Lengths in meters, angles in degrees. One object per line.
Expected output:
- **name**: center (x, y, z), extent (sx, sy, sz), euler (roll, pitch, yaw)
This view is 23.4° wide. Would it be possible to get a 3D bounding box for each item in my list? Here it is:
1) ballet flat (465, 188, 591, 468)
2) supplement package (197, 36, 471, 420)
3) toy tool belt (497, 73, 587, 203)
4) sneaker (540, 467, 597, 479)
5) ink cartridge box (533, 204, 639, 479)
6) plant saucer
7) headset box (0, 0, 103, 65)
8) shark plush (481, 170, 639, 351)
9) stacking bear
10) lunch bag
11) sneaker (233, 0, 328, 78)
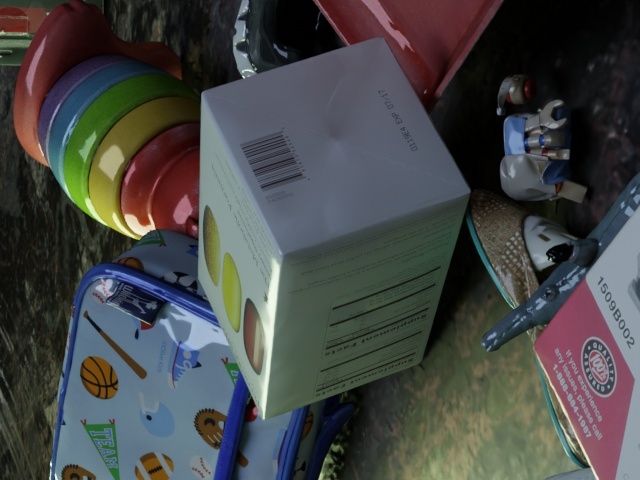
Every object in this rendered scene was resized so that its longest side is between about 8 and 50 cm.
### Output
- **ballet flat**: center (0.155, 0.041, 0.955), extent (0.067, 0.073, 0.206), euler (-39, 59, 30)
- **supplement package**: center (0.000, 0.000, 1.075), extent (0.244, 0.134, 0.139), euler (98, 150, -58)
- **toy tool belt**: center (0.144, -0.065, 0.980), extent (0.051, 0.052, 0.083), euler (1, 97, 31)
- **sneaker**: center (0.135, 0.205, 0.955), extent (0.269, 0.153, 0.101), euler (-31, 78, 21)
- **ink cartridge box**: center (0.241, 0.043, 0.717), extent (0.283, 0.117, 0.207), euler (-62, 40, 45)
- **plant saucer**: center (0.027, -0.218, 0.982), extent (0.259, 0.048, 0.258), euler (55, 165, 7)
- **headset box**: center (-0.360, -0.343, 1.726), extent (0.110, 0.218, 0.293), euler (12, 103, 63)
- **shark plush**: center (0.153, 0.005, 0.888), extent (0.161, 0.067, 0.073), euler (-29, 58, 31)
- **stacking bear**: center (-0.147, -0.073, 1.416), extent (0.289, 0.175, 0.164), euler (40, 99, 40)
- **lunch bag**: center (-0.100, 0.150, 1.308), extent (0.243, 0.115, 0.303), euler (26, 123, 19)
- **sneaker**: center (-0.024, -0.237, 1.251), extent (0.106, 0.078, 0.234), euler (16, 110, 58)
